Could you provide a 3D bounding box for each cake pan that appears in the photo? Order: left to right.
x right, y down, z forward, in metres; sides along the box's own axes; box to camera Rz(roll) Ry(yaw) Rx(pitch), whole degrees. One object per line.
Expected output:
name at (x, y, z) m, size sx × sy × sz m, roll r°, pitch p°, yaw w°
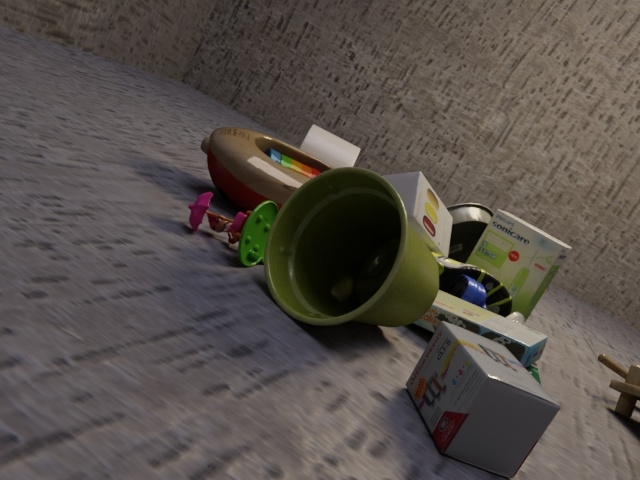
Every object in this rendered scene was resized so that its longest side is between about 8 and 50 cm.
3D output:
cake pan at (0.389, 0.007, 1.844) m, size 0.293 × 0.293 × 0.054 m, roll 18°, pitch 40°, yaw -37°

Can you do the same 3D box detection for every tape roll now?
tape roll at (-0.005, -0.217, 1.942) m, size 0.169 × 0.246 × 0.246 m, roll 27°, pitch 12°, yaw -4°

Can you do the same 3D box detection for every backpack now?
backpack at (0.343, 0.148, 1.482) m, size 0.101 × 0.120 × 0.098 m, roll 24°, pitch 12°, yaw -14°

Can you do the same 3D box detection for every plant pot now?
plant pot at (0.084, 0.045, 1.118) m, size 0.276 × 0.276 × 0.254 m, roll 38°, pitch 4°, yaw 39°

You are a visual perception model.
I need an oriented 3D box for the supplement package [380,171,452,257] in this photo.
supplement package at (0.237, -0.055, 1.627) m, size 0.134 × 0.138 × 0.244 m, roll -4°, pitch -28°, yaw 31°

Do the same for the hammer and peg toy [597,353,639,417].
hammer and peg toy at (0.807, 0.387, 1.437) m, size 0.266 × 0.127 × 0.361 m, roll 25°, pitch -6°, yaw -13°

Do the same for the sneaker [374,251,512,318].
sneaker at (0.318, 0.095, 1.594) m, size 0.385 × 0.145 × 0.147 m, roll 27°, pitch 12°, yaw -10°

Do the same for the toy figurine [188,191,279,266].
toy figurine at (-0.173, -0.032, 1.194) m, size 0.159 × 0.130 × 0.173 m, roll 22°, pitch -12°, yaw 21°

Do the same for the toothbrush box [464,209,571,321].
toothbrush box at (0.523, 0.087, 1.732) m, size 0.206 × 0.283 × 0.122 m, roll 35°, pitch 14°, yaw 28°

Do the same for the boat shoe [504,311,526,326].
boat shoe at (0.470, 0.235, 1.527) m, size 0.081 × 0.079 × 0.228 m, roll 43°, pitch 23°, yaw 23°

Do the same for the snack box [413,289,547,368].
snack box at (0.299, 0.171, 1.316) m, size 0.322 × 0.060 × 0.187 m, roll 23°, pitch 10°, yaw 29°

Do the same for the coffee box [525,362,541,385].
coffee box at (0.398, 0.268, 1.294) m, size 0.113 × 0.040 × 0.184 m, roll 30°, pitch 13°, yaw 13°

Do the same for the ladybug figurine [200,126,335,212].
ladybug figurine at (-0.097, -0.136, 1.562) m, size 0.450 × 0.161 × 0.305 m, roll 24°, pitch 22°, yaw -17°

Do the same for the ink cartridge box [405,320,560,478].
ink cartridge box at (0.226, 0.224, 0.907) m, size 0.128 × 0.128 × 0.176 m, roll 24°, pitch 12°, yaw -15°
